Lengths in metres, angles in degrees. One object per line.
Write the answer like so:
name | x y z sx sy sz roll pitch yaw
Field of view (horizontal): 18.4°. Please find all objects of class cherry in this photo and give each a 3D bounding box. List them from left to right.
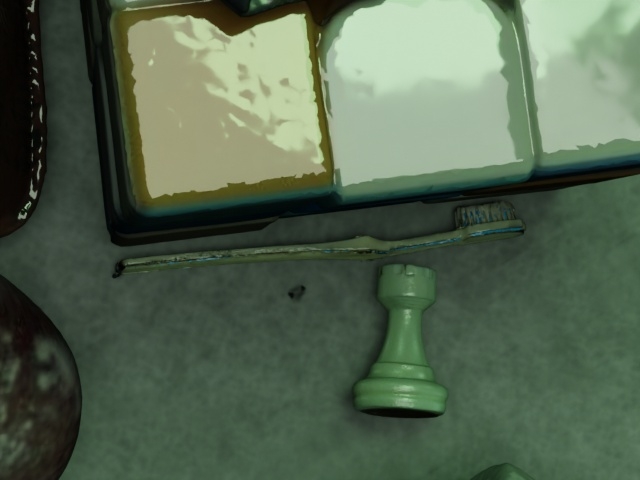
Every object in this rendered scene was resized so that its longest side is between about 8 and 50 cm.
cherry | -0.275 0.103 1.260 0.266 0.183 0.213 2 110 -31

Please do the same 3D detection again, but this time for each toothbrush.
toothbrush | 0.001 0.005 1.383 0.294 0.026 0.028 -9 71 -9

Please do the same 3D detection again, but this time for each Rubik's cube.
Rubik's cube | 0.018 -0.189 1.231 0.344 0.346 0.347 -8 90 -8

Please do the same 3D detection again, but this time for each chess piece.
chess piece | 0.057 0.070 1.374 0.067 0.067 0.103 5 78 -8

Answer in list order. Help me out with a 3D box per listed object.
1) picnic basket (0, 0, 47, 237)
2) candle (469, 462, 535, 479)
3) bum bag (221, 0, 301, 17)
picnic basket | -0.292 -0.145 1.279 0.222 0.129 0.296 -4 83 -4
candle | 0.132 0.281 1.297 0.342 0.221 0.221 36 83 -6
bum bag | 0.013 -0.261 1.023 0.137 0.074 0.310 17 92 -21
